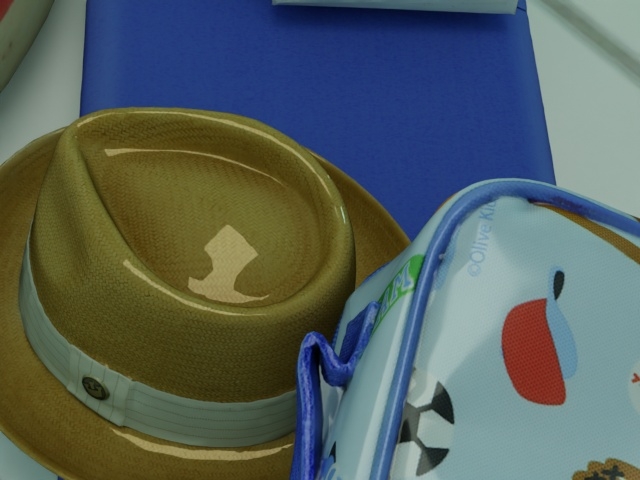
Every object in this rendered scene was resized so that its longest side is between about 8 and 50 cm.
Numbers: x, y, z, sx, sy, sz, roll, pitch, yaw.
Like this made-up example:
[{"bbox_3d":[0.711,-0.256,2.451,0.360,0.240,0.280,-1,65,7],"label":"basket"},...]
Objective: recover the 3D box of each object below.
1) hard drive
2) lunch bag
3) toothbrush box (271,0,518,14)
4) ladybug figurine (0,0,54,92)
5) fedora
[{"bbox_3d":[0.000,0.000,0.668,0.210,0.040,0.319,2,54,-7],"label":"hard drive"},{"bbox_3d":[0.087,0.135,0.491,0.243,0.115,0.303,19,66,-9],"label":"lunch bag"},{"bbox_3d":[0.033,-0.273,0.740,0.122,0.206,0.283,0,44,-8],"label":"toothbrush box"},{"bbox_3d":[-0.262,-0.178,0.683,0.305,0.162,0.449,11,53,0],"label":"ladybug figurine"},{"bbox_3d":[-0.047,0.005,0.581,0.194,0.079,0.194,4,53,-5],"label":"fedora"}]
